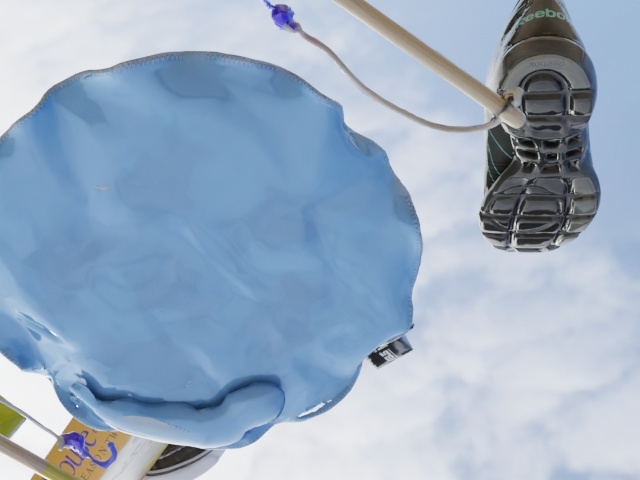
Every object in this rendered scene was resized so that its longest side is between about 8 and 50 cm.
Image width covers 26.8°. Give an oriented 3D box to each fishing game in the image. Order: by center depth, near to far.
[{"bbox_3d":[-0.049,0.005,0.539,0.264,0.189,0.041,-49,-156,23],"label":"fishing game"}]

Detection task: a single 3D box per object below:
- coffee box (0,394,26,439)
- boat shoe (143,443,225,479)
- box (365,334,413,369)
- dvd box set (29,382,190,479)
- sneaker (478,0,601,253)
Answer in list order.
[{"bbox_3d":[-0.512,0.223,1.093,0.337,0.334,0.338,38,-146,-2],"label":"coffee box"},{"bbox_3d":[-0.126,0.184,1.652,0.301,0.102,0.108,-36,-130,-26],"label":"boat shoe"},{"bbox_3d":[0.000,0.000,1.127,0.045,0.184,0.191,-29,-114,6],"label":"box"},{"bbox_3d":[-0.177,0.165,1.370,0.062,0.420,0.307,38,-156,6],"label":"dvd box set"},{"bbox_3d":[0.182,-0.091,1.107,0.101,0.267,0.106,0,-128,1],"label":"sneaker"}]
